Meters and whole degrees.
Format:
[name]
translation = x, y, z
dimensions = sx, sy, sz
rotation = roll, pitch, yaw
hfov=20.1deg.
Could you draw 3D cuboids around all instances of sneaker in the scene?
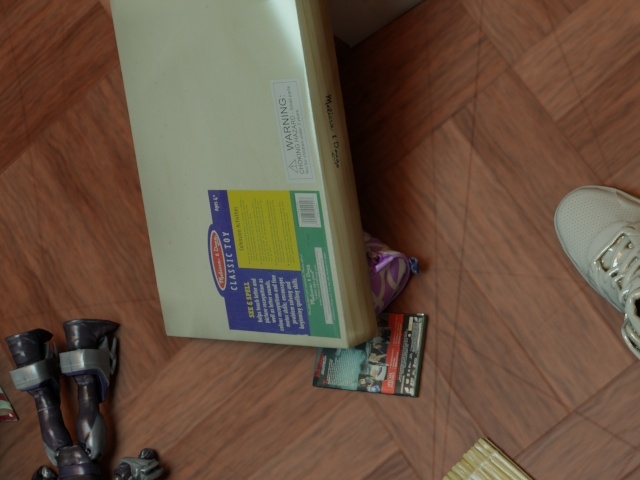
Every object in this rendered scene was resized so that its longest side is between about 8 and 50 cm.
[sneaker]
translation = 0.311, 0.038, 1.695
dimensions = 0.108, 0.169, 0.292
rotation = -50, 62, 11

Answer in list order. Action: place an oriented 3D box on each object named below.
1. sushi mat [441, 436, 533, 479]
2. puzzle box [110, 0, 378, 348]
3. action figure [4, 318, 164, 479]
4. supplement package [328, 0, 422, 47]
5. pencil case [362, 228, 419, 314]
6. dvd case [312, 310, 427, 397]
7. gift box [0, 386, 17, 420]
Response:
[sushi mat]
translation = 0.222, 0.347, 1.758
dimensions = 0.316, 0.019, 0.151
rotation = 42, 98, 27
[puzzle box]
translation = -0.085, -0.093, 1.856
dimensions = 0.272, 0.052, 0.409
rotation = 2, 105, 42
[action figure]
translation = -0.265, 0.232, 1.983
dimensions = 0.185, 0.099, 0.285
rotation = -12, 78, 16
[supplement package]
translation = 0.011, -0.348, 1.907
dimensions = 0.149, 0.194, 0.203
rotation = -32, 68, 16
[pencil case]
translation = 0.000, 0.000, 1.898
dimensions = 0.206, 0.088, 0.086
rotation = 34, 69, 29
[dvd case]
translation = 0.051, 0.117, 1.893
dimensions = 0.119, 0.013, 0.087
rotation = 3, 81, 25
[gift box]
translation = -0.502, 0.226, 2.013
dimensions = 0.276, 0.258, 0.255
rotation = 10, 82, 8
